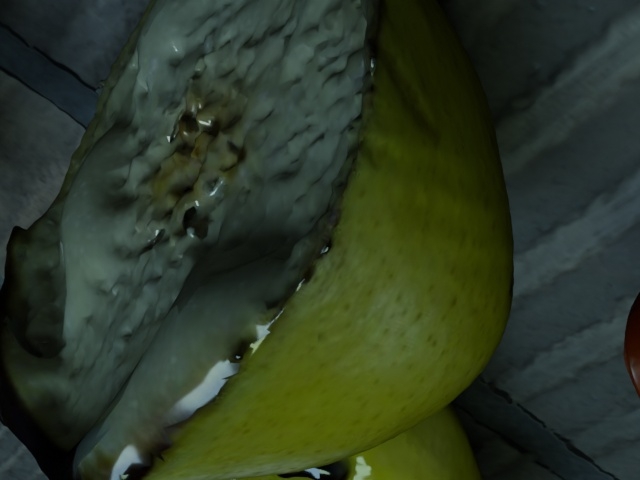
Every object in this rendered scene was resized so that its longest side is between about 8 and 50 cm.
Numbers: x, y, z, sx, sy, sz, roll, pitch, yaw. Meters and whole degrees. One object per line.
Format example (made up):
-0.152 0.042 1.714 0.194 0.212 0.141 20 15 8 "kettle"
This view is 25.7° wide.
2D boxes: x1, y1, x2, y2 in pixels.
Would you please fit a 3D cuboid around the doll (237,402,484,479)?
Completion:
-0.009 0.178 0.853 0.348 0.161 0.423 -5 134 48 "doll"

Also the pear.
0.001 -0.002 0.571 0.178 0.267 0.267 26 147 -27 "pear"

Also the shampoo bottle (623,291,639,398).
0.233 -0.004 0.523 0.104 0.104 0.278 32 143 -7 "shampoo bottle"
